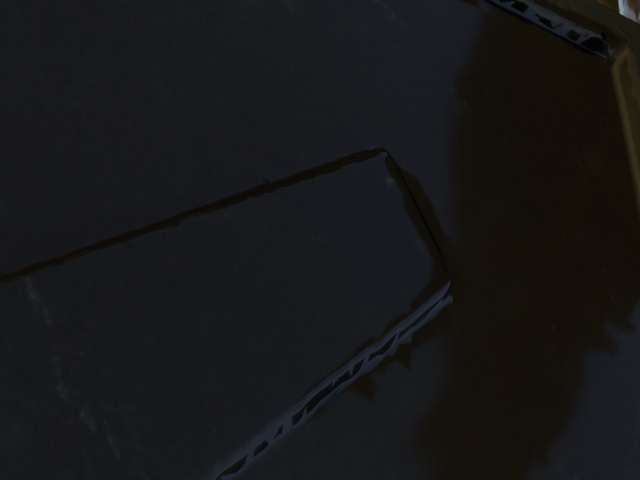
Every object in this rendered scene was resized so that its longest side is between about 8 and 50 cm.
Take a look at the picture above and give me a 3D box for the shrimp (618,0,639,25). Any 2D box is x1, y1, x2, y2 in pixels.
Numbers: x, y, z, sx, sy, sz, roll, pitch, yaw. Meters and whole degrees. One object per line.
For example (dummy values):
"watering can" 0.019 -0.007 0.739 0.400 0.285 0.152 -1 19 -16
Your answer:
"shrimp" 0.180 -0.053 0.631 0.164 0.062 0.317 -62 -149 33

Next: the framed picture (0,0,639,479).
"framed picture" 0.000 0.000 0.460 0.022 0.335 0.247 -26 -121 38

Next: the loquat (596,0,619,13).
"loquat" 0.215 -0.077 1.165 0.276 0.276 0.284 50 -1 3
